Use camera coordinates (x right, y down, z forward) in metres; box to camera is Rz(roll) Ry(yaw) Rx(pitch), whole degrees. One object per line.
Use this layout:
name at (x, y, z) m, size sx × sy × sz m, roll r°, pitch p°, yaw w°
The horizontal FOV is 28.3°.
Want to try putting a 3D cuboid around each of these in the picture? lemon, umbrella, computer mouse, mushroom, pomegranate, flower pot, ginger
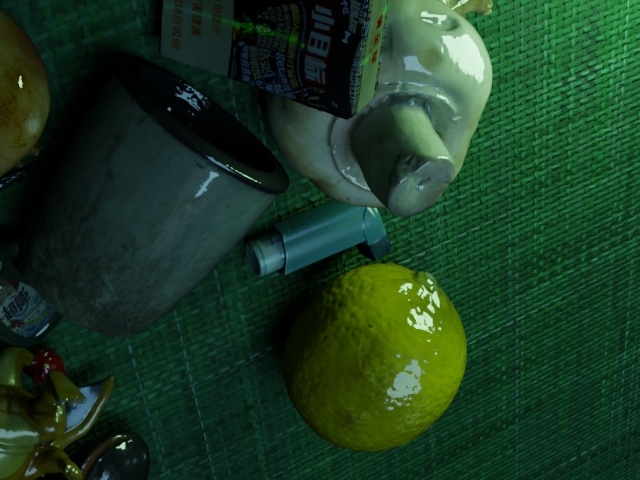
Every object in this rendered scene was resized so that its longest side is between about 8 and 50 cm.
lemon at (0.095, 0.206, 2.220) m, size 0.336 × 0.336 × 0.336 m, roll -19°, pitch 131°, yaw -23°
umbrella at (-0.512, -0.041, 1.788) m, size 0.269 × 0.044 × 0.044 m, roll -25°, pitch 164°, yaw -17°
computer mouse at (-0.408, 0.462, 2.167) m, size 0.323 × 0.116 × 0.183 m, roll -50°, pitch 151°, yaw 9°
mushroom at (0.111, -0.192, 1.921) m, size 0.353 × 0.353 × 0.325 m, roll -54°, pitch 155°, yaw 11°
pomegranate at (-0.457, -0.170, 1.596) m, size 0.252 × 0.229 × 0.270 m, roll -42°, pitch 142°, yaw 0°
flower pot at (-0.252, -0.045, 1.797) m, size 0.294 × 0.293 × 0.330 m, roll 26°, pitch 107°, yaw -44°
ginger at (0.229, -0.379, 2.051) m, size 0.288 × 0.075 × 0.089 m, roll -38°, pitch 141°, yaw -12°

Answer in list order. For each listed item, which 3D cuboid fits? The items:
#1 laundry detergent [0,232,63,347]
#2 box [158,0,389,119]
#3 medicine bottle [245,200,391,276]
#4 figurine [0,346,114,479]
laundry detergent at (-0.466, 0.052, 1.867) m, size 0.144 × 0.078 × 0.221 m, roll -50°, pitch 134°, yaw -16°
box at (-0.066, -0.308, 1.723) m, size 0.084 × 0.310 × 0.198 m, roll -45°, pitch 150°, yaw -51°
medicine bottle at (0.000, 0.000, 2.160) m, size 0.258 × 0.079 × 0.124 m, roll -21°, pitch 132°, yaw -22°
figurine at (-0.497, 0.348, 1.936) m, size 0.401 × 0.268 × 0.387 m, roll 4°, pitch 117°, yaw -43°
